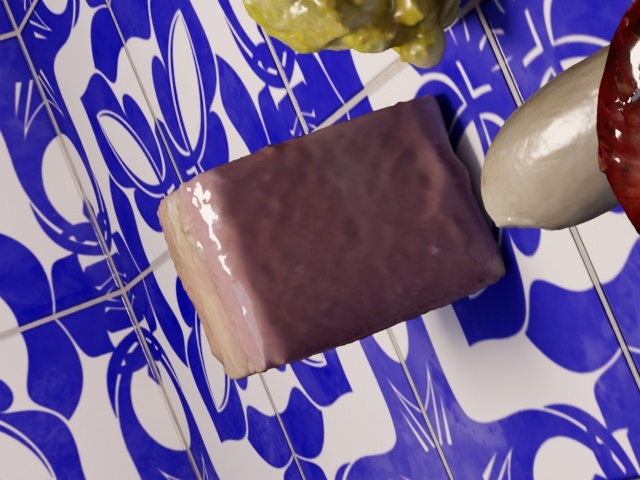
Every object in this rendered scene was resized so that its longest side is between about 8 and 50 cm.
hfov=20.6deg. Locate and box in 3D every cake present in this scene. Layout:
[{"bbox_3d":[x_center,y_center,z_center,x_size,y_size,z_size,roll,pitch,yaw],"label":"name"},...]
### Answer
[{"bbox_3d":[0.000,0.000,1.881,0.230,0.308,0.237,70,160,4],"label":"cake"}]

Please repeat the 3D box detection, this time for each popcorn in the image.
[{"bbox_3d":[0.030,-0.285,1.700,0.212,0.259,0.259,-132,28,-70],"label":"popcorn"}]

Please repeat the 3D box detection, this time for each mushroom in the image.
[{"bbox_3d":[0.242,-0.104,1.468,0.128,0.128,0.350,62,149,16],"label":"mushroom"}]

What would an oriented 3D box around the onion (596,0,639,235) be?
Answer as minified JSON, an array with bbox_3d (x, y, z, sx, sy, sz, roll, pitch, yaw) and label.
[{"bbox_3d":[0.325,-0.106,1.231,0.272,0.195,0.272,9,128,12],"label":"onion"}]
